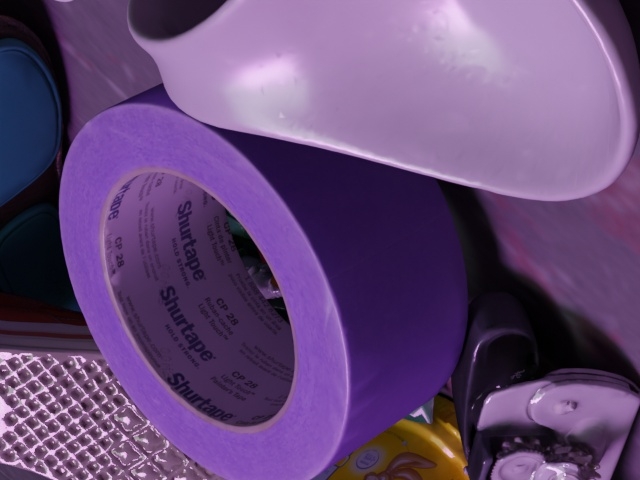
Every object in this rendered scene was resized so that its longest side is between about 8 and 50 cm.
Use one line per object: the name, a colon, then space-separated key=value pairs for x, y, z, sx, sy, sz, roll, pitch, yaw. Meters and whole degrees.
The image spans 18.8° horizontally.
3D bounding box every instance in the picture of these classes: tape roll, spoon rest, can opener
tape roll: x=-0.029 y=0.012 z=0.880 sx=0.189 sy=0.080 sz=0.189 roll=27 pitch=130 yaw=36
spoon rest: x=0.011 y=-0.077 z=0.732 sx=0.276 sy=0.084 sz=0.137 roll=14 pitch=142 yaw=53
can opener: x=0.089 y=0.144 z=0.940 sx=0.093 sy=0.074 sz=0.280 roll=-103 pitch=16 yaw=-46

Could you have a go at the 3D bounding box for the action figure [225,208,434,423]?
action figure: x=-0.051 y=0.027 z=1.040 sx=0.232 sy=0.063 sz=0.137 roll=14 pitch=131 yaw=46

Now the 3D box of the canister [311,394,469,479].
canister: x=0.002 y=0.156 z=1.028 sx=0.126 sy=0.170 sz=0.073 roll=15 pitch=143 yaw=52

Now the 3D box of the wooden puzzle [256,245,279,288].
wooden puzzle: x=0.000 y=0.000 z=0.926 sx=0.083 sy=0.006 sz=0.049 roll=-49 pitch=63 yaw=36

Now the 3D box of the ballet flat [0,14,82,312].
ballet flat: x=-0.208 y=-0.046 z=1.142 sx=0.106 sy=0.107 sz=0.316 roll=44 pitch=157 yaw=24

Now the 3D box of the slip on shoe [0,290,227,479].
slip on shoe: x=-0.140 y=0.088 z=1.142 sx=0.331 sy=0.101 sz=0.123 roll=11 pitch=113 yaw=3
